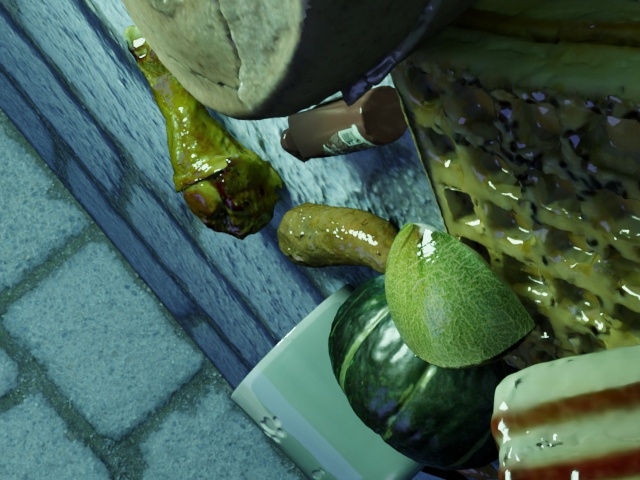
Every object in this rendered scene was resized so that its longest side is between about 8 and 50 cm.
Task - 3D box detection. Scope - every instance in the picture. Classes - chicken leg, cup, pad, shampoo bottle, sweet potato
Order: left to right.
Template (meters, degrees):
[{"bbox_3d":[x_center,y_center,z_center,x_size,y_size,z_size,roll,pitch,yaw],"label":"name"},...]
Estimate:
[{"bbox_3d":[-0.173,-0.137,1.123,0.211,0.140,0.361,39,162,48],"label":"chicken leg"},{"bbox_3d":[-0.002,-0.002,1.077,0.114,0.092,0.341,39,165,-22],"label":"sweet potato"},{"bbox_3d":[0.016,-0.127,0.868,0.236,0.067,0.068,3,120,63],"label":"shampoo bottle"},{"bbox_3d":[0.046,0.265,1.235,0.274,0.259,0.356,46,172,9],"label":"cup"},{"bbox_3d":[0.192,0.397,1.346,0.190,0.004,0.127,27,179,-28],"label":"pad"}]

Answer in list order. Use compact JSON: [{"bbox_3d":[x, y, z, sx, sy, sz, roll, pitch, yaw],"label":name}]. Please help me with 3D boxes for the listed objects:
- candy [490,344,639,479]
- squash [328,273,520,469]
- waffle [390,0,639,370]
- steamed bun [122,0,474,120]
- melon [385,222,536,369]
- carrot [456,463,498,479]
[{"bbox_3d":[0.281,0.153,0.495,0.321,0.135,0.179,-15,127,20],"label":"candy"},{"bbox_3d":[0.130,0.144,0.875,0.252,0.165,0.252,30,-160,-12],"label":"squash"},{"bbox_3d":[0.210,-0.012,0.611,0.261,0.114,0.376,29,153,50],"label":"waffle"},{"bbox_3d":[0.004,-0.189,0.487,0.301,0.251,0.199,3,115,63],"label":"steamed bun"},{"bbox_3d":[0.098,0.048,0.683,0.160,0.079,0.128,24,150,56],"label":"melon"},{"bbox_3d":[0.221,0.356,1.294,0.205,0.072,0.072,23,147,39],"label":"carrot"}]
